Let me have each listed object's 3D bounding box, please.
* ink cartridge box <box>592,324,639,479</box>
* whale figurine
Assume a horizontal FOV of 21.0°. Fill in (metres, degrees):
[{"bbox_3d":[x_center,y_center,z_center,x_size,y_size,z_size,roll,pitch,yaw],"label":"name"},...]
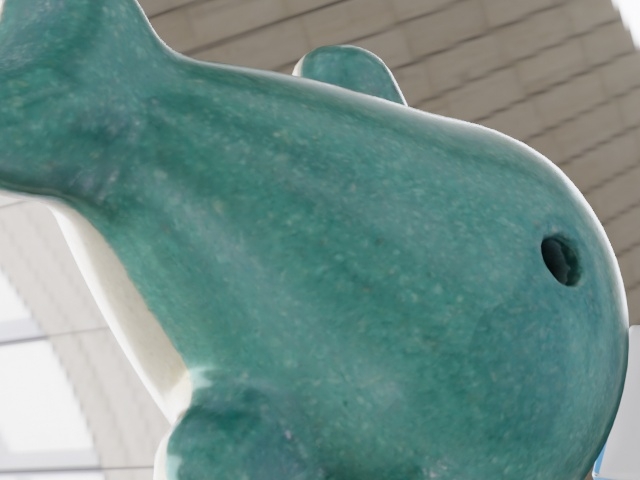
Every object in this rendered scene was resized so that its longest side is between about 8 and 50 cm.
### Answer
[{"bbox_3d":[0.196,0.121,0.830,0.143,0.090,0.092,66,-144,-43],"label":"ink cartridge box"},{"bbox_3d":[0.000,0.000,0.598,0.272,0.141,0.216,42,-134,-25],"label":"whale figurine"}]
